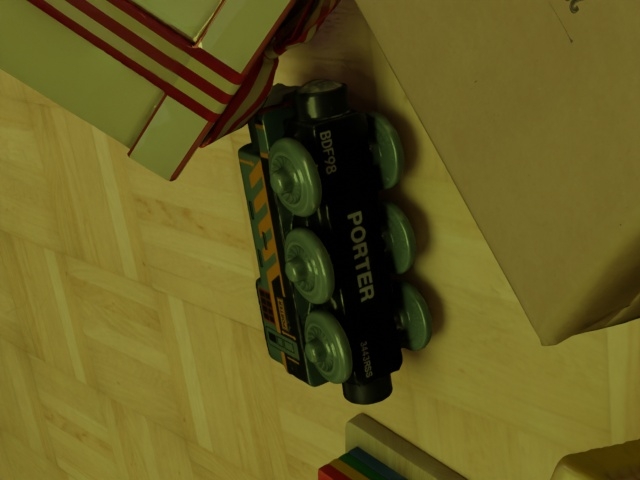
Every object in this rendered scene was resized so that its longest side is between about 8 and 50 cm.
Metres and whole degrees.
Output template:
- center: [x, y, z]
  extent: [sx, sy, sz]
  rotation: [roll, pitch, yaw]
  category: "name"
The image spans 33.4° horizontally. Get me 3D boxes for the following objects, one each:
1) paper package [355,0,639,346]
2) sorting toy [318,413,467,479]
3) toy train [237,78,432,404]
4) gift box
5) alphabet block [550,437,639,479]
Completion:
- center: [0.191, -0.150, 0.648]
  extent: [0.324, 0.168, 0.309]
  rotation: [66, 147, 27]
  category: "paper package"
- center: [0.102, 0.368, 1.192]
  extent: [0.255, 0.089, 0.257]
  rotation: [27, 129, 39]
  category: "sorting toy"
- center: [0.000, 0.000, 1.074]
  extent: [0.190, 0.142, 0.333]
  rotation: [19, 124, 56]
  category: "toy train"
- center: [-0.117, -0.247, 0.932]
  extent: [0.258, 0.276, 0.255]
  rotation: [33, 134, -10]
  category: "gift box"
- center: [0.267, 0.283, 0.807]
  extent: [0.192, 0.193, 0.197]
  rotation: [26, 106, 38]
  category: "alphabet block"
